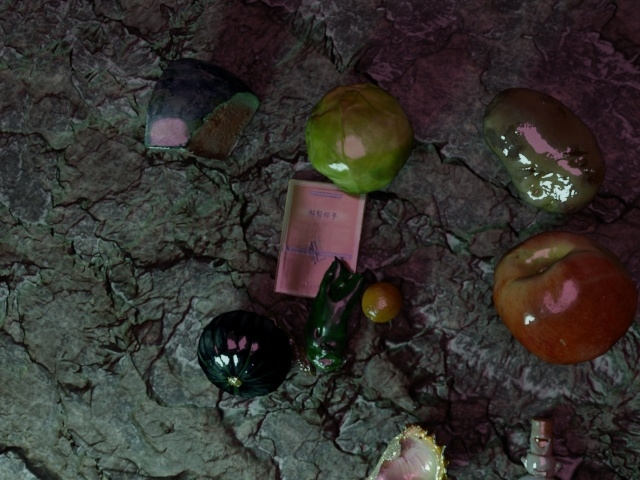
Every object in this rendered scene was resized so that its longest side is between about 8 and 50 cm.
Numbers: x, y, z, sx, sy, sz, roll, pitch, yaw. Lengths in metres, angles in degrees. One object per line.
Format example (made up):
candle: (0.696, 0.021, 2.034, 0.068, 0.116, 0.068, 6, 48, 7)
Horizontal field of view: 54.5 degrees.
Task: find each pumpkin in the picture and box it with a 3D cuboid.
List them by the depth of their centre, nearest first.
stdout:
pumpkin: (-0.148, 0.225, 1.223, 0.194, 0.194, 0.150, 21, 64, 13)

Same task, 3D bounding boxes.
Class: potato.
potato: (0.409, -0.169, 1.138, 0.165, 0.165, 0.262, -31, 83, 9)

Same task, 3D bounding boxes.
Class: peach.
peach: (0.429, 0.107, 1.087, 0.232, 0.256, 0.232, -26, 38, 22)

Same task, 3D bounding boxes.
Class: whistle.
whistle: (0.405, 0.438, 1.142, 0.107, 0.057, 0.220, -1, 81, 26)

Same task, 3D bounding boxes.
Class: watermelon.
watermelon: (-0.226, -0.239, 1.252, 0.148, 0.318, 0.226, 10, 129, 9)

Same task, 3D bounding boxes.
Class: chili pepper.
chili pepper: (0.024, 0.145, 1.233, 0.098, 0.061, 0.224, 15, 98, 19)

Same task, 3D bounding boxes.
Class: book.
book: (0.000, 0.000, 1.283, 0.170, 0.018, 0.241, 7, 88, 13)

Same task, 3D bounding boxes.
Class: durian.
durian: (0.155, 0.436, 1.190, 0.224, 0.078, 0.140, -43, 90, 17)

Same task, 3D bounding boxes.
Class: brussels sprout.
brussels sprout: (0.075, -0.200, 1.207, 0.223, 0.161, 0.223, 0, 89, 20)

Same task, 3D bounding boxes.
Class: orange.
orange: (0.120, 0.120, 1.217, 0.085, 0.085, 0.085, -1, 86, 13)

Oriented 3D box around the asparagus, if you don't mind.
asparagus: (-0.063, 0.213, 1.275, 0.036, 0.030, 0.165, -36, 76, -17)
